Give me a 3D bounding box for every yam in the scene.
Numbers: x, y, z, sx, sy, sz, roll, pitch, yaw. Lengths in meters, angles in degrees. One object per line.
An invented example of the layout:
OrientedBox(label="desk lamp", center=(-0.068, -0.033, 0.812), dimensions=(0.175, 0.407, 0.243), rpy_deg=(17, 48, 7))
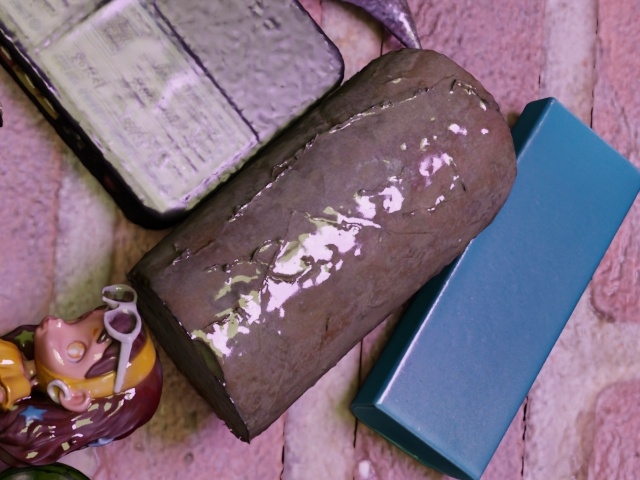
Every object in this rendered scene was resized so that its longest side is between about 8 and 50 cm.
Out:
OrientedBox(label="yam", center=(0.000, 0.000, 1.469), dimensions=(0.304, 0.168, 0.168), rpy_deg=(-41, 97, -22))

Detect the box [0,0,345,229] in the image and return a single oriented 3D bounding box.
OrientedBox(label="box", center=(-0.159, -0.196, 1.497), dimensions=(0.211, 0.058, 0.350), rpy_deg=(-41, 97, -18))

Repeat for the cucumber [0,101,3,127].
OrientedBox(label="cucumber", center=(-0.350, -0.104, 1.407), dimensions=(0.245, 0.067, 0.067), rpy_deg=(-6, 85, -22))

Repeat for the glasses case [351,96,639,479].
OrientedBox(label="glasses case", center=(0.143, 0.039, 1.573), dimensions=(0.117, 0.070, 0.301), rpy_deg=(38, 70, -18))

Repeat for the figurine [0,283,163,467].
OrientedBox(label="figurine", center=(-0.233, 0.099, 1.388), dimensions=(0.240, 0.174, 0.115), rpy_deg=(-2, 114, -10))

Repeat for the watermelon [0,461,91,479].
OrientedBox(label="watermelon", center=(-0.206, 0.206, 1.400), dimensions=(0.109, 0.109, 0.109), rpy_deg=(3, 82, -20))

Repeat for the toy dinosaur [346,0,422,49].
OrientedBox(label="toy dinosaur", center=(0.011, -0.290, 1.566), dimensions=(0.294, 0.077, 0.162), rpy_deg=(43, 74, 5))
